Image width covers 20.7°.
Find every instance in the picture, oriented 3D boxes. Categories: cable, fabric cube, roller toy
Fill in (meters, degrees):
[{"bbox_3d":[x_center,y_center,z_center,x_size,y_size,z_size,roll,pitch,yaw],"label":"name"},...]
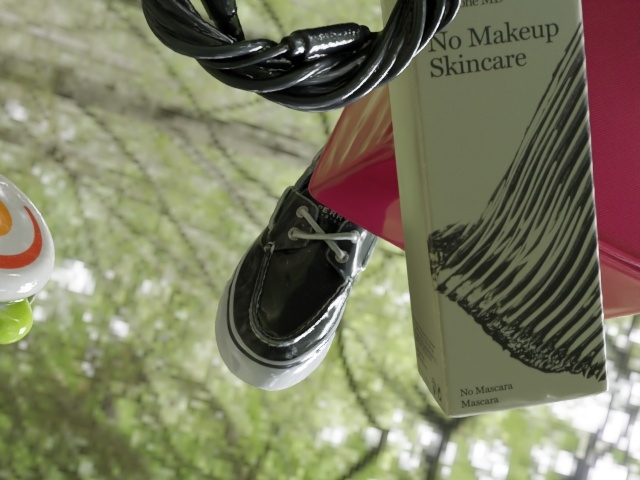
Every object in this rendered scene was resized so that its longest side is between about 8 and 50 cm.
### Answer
[{"bbox_3d":[-0.006,-0.138,0.864,0.047,0.184,0.150,-4,-115,57],"label":"cable"},{"bbox_3d":[0.176,-0.103,1.301,0.259,0.254,0.258,-65,-170,-11],"label":"fabric cube"},{"bbox_3d":[-0.369,0.020,1.693,0.146,0.191,0.209,-49,-159,27],"label":"roller toy"}]

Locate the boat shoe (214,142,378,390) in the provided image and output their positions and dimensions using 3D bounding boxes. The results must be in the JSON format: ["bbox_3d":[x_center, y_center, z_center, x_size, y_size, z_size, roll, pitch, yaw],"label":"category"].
[{"bbox_3d":[0.000,0.000,1.549,0.301,0.108,0.102,-58,176,-42],"label":"boat shoe"}]

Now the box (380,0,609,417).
[{"bbox_3d":[0.108,-0.037,1.094,0.094,0.113,0.275,-118,-160,-73],"label":"box"}]
